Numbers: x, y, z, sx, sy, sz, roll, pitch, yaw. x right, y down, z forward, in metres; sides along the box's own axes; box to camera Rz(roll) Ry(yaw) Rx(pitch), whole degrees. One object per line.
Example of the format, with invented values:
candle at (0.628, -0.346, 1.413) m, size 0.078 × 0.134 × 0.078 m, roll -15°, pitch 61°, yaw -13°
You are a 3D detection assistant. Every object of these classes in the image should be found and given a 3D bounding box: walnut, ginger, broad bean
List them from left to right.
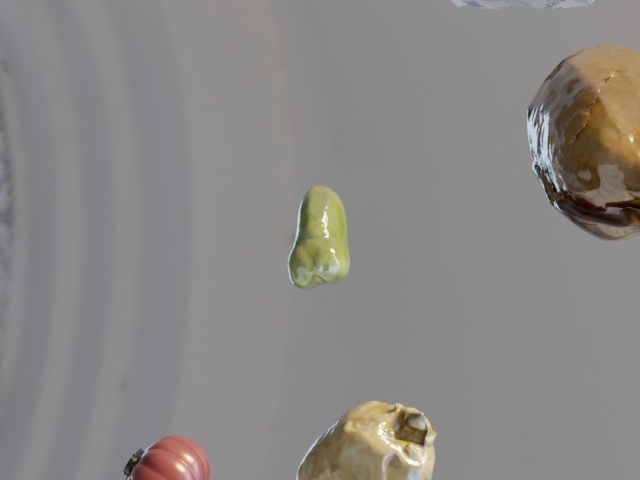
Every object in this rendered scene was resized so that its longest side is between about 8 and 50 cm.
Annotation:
broad bean at (0.000, 0.000, 1.411) m, size 0.045 × 0.063 × 0.083 m, roll -6°, pitch -130°, yaw 15°
ginger at (0.049, 0.292, 2.426) m, size 0.152 × 0.138 × 0.267 m, roll -48°, pitch 180°, yaw -38°
walnut at (0.222, -0.074, 1.448) m, size 0.137 × 0.137 × 0.245 m, roll -57°, pitch -170°, yaw 19°

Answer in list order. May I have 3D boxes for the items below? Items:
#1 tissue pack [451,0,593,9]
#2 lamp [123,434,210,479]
tissue pack at (0.191, -0.277, 2.090) m, size 0.193 × 0.122 × 0.026 m, roll 6°, pitch -103°, yaw 42°
lamp at (-0.163, 0.259, 2.046) m, size 0.107 × 0.092 × 0.107 m, roll -56°, pitch 171°, yaw -14°
